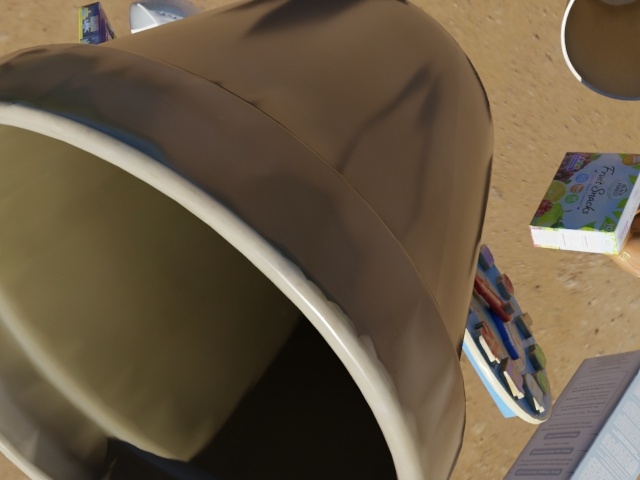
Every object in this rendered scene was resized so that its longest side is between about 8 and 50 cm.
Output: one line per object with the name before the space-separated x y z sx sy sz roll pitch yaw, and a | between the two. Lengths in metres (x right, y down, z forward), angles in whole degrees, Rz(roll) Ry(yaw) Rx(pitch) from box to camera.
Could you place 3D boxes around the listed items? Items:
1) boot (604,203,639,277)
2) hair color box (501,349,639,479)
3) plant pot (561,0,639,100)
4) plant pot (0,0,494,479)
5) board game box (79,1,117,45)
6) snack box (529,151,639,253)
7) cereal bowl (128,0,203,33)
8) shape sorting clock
boot | 0.470 -0.065 1.512 0.109 0.220 0.284 -41 37 41
hair color box | 0.477 0.368 1.667 0.114 0.185 0.374 48 62 -8
plant pot | 0.542 -0.422 1.630 0.256 0.274 0.257 5 127 7
plant pot | -0.033 -0.006 0.539 0.323 0.280 0.323 21 136 21
board game box | -0.428 -0.360 1.842 0.048 0.141 0.170 -13 52 2
snack box | 0.315 -0.047 1.087 0.100 0.141 0.037 7 136 33
cereal bowl | -0.260 -0.365 1.956 0.141 0.339 0.339 -29 77 -17
shape sorting clock | 0.160 0.069 0.856 0.040 0.206 0.206 -29 80 26
